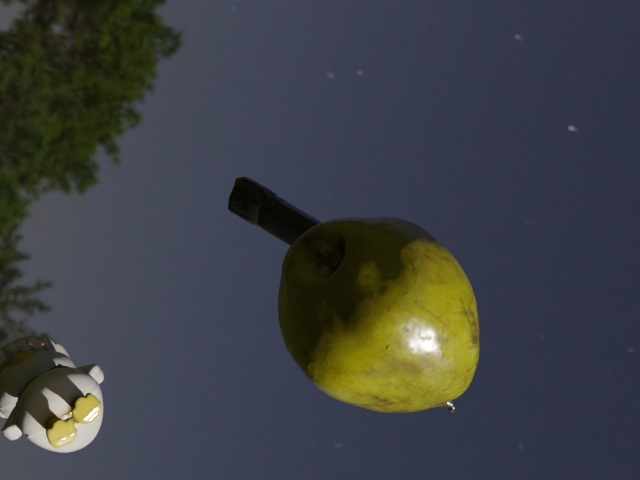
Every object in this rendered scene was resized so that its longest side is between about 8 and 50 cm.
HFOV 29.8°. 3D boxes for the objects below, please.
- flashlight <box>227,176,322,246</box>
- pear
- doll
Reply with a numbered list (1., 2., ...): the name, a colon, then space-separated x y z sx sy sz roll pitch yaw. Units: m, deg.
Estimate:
1. flashlight: 0.000 0.000 2.313 0.103 0.424 0.103 -46 155 -29
2. pear: 0.102 0.129 1.808 0.287 0.375 0.287 -31 -155 16
3. doll: -0.341 0.190 1.490 0.138 0.119 0.293 -38 -161 -16
